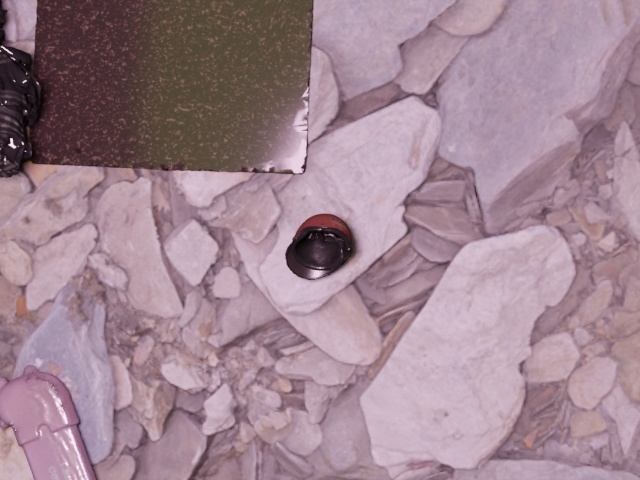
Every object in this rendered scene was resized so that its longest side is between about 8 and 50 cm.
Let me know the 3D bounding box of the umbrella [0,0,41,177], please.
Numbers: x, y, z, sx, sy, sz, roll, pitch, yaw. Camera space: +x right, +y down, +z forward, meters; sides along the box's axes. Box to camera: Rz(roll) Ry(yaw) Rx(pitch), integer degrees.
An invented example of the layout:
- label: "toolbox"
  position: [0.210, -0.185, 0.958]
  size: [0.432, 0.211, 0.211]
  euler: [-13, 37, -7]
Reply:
- label: "umbrella"
  position: [-0.389, -0.238, 1.743]
  size: [0.154, 0.128, 0.336]
  euler: [2, 86, 15]

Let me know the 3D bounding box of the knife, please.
- label: "knife"
  position: [-0.266, 0.328, 1.751]
  size: [0.132, 0.038, 0.398]
  euler: [-23, 84, 6]

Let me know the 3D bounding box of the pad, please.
- label: "pad"
  position: [-0.173, -0.189, 1.764]
  size: [0.330, 0.004, 0.220]
  euler: [3, 89, 10]

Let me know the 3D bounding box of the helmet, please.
- label: "helmet"
  position: [-0.001, 0.000, 1.708]
  size: [0.065, 0.049, 0.084]
  euler: [36, 125, -24]
